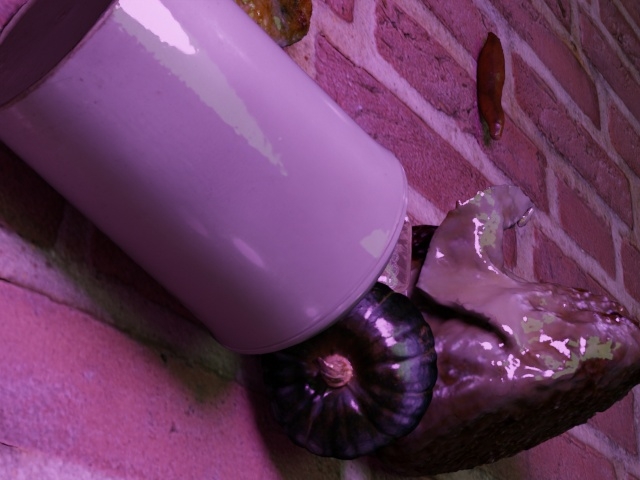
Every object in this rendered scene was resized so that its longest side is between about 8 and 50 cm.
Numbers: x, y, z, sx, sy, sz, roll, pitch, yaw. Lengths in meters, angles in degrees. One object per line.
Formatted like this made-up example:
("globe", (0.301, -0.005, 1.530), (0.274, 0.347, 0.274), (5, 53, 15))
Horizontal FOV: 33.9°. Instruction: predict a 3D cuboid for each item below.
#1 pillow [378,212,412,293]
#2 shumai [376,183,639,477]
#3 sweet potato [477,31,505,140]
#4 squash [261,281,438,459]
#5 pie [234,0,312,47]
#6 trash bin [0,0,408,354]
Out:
("pillow", (0.021, -0.011, 1.319), (0.217, 0.033, 0.130), (17, 61, -21))
("shumai", (0.209, 0.121, 1.457), (0.395, 0.395, 0.348), (14, 43, -53))
("sweet potato", (0.327, -0.297, 2.012), (0.057, 0.057, 0.265), (37, 48, -43))
("squash", (0.033, 0.151, 1.236), (0.172, 0.218, 0.218), (-115, 180, -77))
("pie", (-0.106, -0.380, 1.379), (0.277, 0.078, 0.277), (31, 50, -46))
("trash bin", (-0.110, -0.083, 1.069), (0.432, 0.280, 0.280), (44, 43, -33))
